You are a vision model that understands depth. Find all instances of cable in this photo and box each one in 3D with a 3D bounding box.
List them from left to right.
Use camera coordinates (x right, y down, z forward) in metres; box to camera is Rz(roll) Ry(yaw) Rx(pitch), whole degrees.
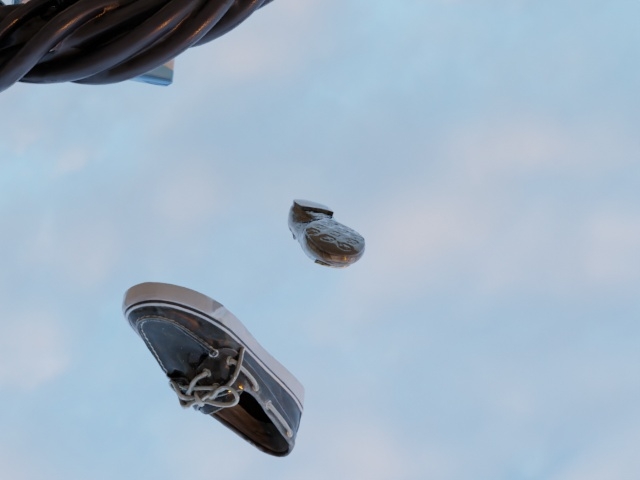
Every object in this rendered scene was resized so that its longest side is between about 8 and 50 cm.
[{"bbox_3d":[-0.075,-0.111,0.410,0.184,0.047,0.150,-3,-134,18],"label":"cable"}]

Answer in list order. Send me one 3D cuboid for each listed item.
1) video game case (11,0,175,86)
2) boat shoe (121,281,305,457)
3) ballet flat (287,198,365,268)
[{"bbox_3d":[-0.158,-0.202,0.838,0.119,0.015,0.166,7,-100,-27],"label":"video game case"},{"bbox_3d":[-0.134,0.170,1.445,0.113,0.306,0.105,-20,-139,27],"label":"boat shoe"},{"bbox_3d":[0.000,0.000,1.531,0.084,0.058,0.250,11,-167,-16],"label":"ballet flat"}]
